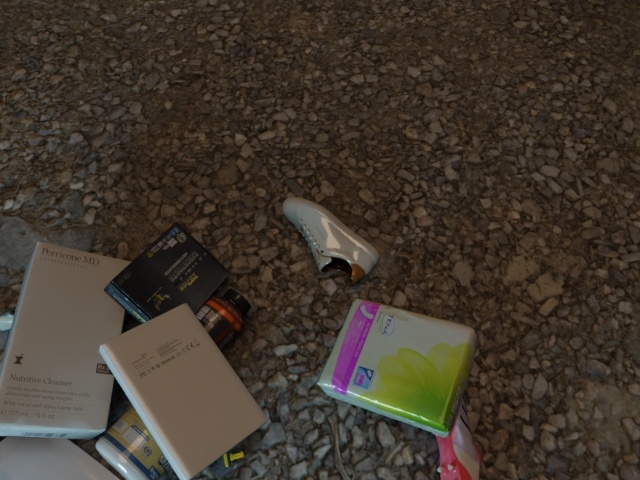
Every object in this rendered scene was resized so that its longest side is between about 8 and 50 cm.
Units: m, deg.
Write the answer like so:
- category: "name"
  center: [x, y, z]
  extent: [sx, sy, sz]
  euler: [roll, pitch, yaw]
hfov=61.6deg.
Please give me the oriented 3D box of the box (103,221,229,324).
- category: "box"
  center: [-0.348, 0.094, 1.244]
  extent: [0.183, 0.059, 0.233]
  euler: [46, 48, -9]

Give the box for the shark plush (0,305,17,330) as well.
- category: "shark plush"
  center: [-0.758, 0.187, 1.297]
  extent: [0.161, 0.073, 0.067]
  euler: [-18, 41, 14]

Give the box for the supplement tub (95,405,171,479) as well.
- category: "supplement tub"
  center: [-0.338, 0.391, 1.106]
  extent: [0.144, 0.144, 0.200]
  euler: [33, 57, 17]

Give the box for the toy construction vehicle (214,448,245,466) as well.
- category: "toy construction vehicle"
  center: [-0.215, 0.443, 1.153]
  extent: [0.098, 0.035, 0.086]
  euler: [-15, 74, -5]

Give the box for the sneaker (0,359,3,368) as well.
- category: "sneaker"
  center: [-0.730, 0.373, 1.155]
  extent: [0.118, 0.110, 0.292]
  euler: [8, 61, 15]

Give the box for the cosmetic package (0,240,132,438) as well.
- category: "cosmetic package"
  center: [-0.555, 0.218, 1.160]
  extent: [0.217, 0.156, 0.385]
  euler: [14, 59, -30]

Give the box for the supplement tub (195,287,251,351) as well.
- category: "supplement tub"
  center: [-0.249, 0.204, 1.237]
  extent: [0.106, 0.106, 0.198]
  euler: [35, 67, 17]

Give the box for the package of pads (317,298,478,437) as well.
- category: "package of pads"
  center: [0.172, 0.264, 1.167]
  extent: [0.296, 0.101, 0.229]
  euler: [13, 61, 27]

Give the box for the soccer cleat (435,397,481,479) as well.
- category: "soccer cleat"
  center: [0.294, 0.421, 1.144]
  extent: [0.095, 0.083, 0.248]
  euler: [20, 53, -24]

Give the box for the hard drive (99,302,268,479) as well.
- category: "hard drive"
  center: [-0.272, 0.293, 1.079]
  extent: [0.203, 0.040, 0.307]
  euler: [-26, 72, -41]

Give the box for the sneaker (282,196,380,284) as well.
- category: "sneaker"
  center: [0.000, 0.000, 1.343]
  extent: [0.290, 0.106, 0.123]
  euler: [35, 65, 16]

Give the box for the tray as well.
- category: "tray"
  center: [-0.553, 0.488, 1.106]
  extent: [0.270, 0.030, 0.145]
  euler: [29, 36, 15]
